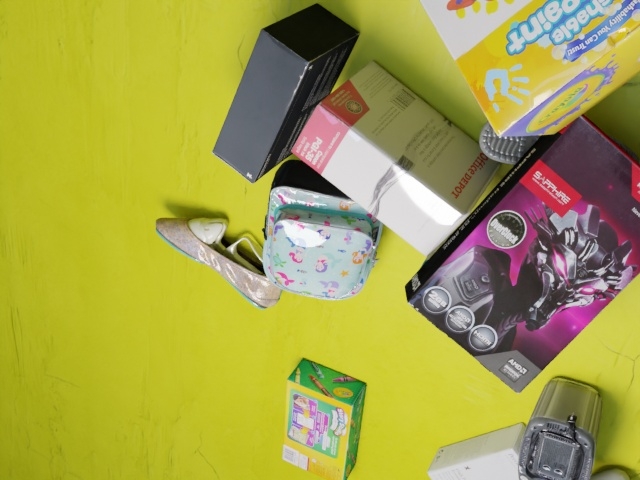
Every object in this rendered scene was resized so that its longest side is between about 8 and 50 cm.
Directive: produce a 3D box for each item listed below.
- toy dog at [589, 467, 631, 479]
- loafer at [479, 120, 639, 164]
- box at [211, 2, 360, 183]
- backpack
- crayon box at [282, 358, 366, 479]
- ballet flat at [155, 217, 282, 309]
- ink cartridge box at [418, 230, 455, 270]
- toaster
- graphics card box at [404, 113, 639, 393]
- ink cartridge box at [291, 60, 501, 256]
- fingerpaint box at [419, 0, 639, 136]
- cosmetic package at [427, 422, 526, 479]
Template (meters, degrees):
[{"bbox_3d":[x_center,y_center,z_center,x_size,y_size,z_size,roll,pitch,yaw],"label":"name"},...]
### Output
[{"bbox_3d":[0.466,0.578,1.500,0.333,0.220,0.161,-29,86,44],"label":"toy dog"},{"bbox_3d":[0.373,-0.139,1.181,0.251,0.087,0.094,20,102,5],"label":"loafer"},{"bbox_3d":[-0.062,-0.250,1.289,0.103,0.184,0.261,35,130,6],"label":"box"},{"bbox_3d":[0.000,0.000,1.407,0.225,0.191,0.254,11,135,-2],"label":"backpack"},{"bbox_3d":[0.006,0.424,1.747,0.165,0.081,0.278,19,127,19],"label":"crayon box"},{"bbox_3d":[-0.204,0.017,1.615,0.316,0.107,0.106,35,111,0],"label":"ballet flat"},{"bbox_3d":[0.273,0.023,1.289,0.086,0.148,0.203,50,131,-7],"label":"ink cartridge box"},{"bbox_3d":[0.448,0.360,1.401,0.129,0.146,0.227,13,125,22],"label":"toaster"},{"bbox_3d":[0.329,0.018,1.123,0.233,0.094,0.371,40,104,-7],"label":"graphics card box"},{"bbox_3d":[0.128,-0.137,1.233,0.283,0.207,0.117,39,132,4],"label":"ink cartridge box"},{"bbox_3d":[0.327,-0.399,0.899,0.445,0.163,0.371,-40,70,41],"label":"fingerpaint box"},{"bbox_3d":[0.352,0.475,1.575,0.117,0.085,0.231,50,132,-7],"label":"cosmetic package"}]
